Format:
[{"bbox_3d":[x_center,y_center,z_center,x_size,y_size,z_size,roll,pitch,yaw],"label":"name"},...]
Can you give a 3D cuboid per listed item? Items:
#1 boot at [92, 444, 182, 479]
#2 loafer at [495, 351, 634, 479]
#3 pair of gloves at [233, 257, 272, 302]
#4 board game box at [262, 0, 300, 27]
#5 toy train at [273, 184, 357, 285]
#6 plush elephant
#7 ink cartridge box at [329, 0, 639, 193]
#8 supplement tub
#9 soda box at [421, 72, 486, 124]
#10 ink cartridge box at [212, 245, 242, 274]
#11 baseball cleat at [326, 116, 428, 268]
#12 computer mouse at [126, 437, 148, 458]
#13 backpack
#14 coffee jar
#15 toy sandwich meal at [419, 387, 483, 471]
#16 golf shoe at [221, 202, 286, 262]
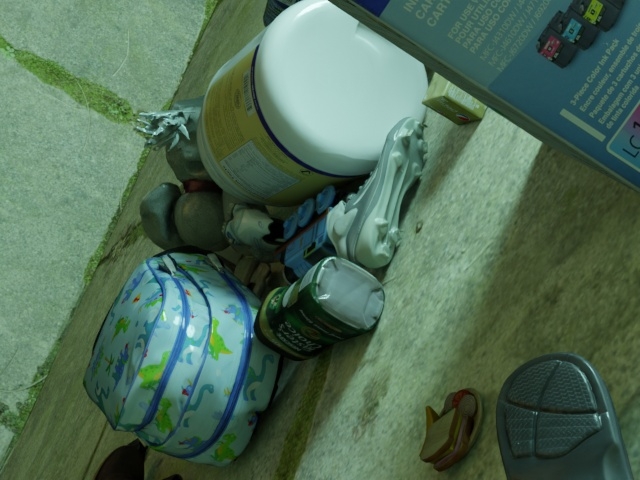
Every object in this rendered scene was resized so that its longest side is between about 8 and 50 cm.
[{"bbox_3d":[-0.268,0.390,1.742,0.207,0.090,0.248,-33,30,35],"label":"boot"},{"bbox_3d":[0.174,0.213,0.740,0.109,0.095,0.303,-18,42,22],"label":"loafer"},{"bbox_3d":[-0.143,0.119,1.816,0.204,0.042,0.240,-64,17,-5],"label":"pair of gloves"},{"bbox_3d":[-0.013,-0.349,1.980,0.060,0.194,0.194,-64,3,-11],"label":"board game box"},{"bbox_3d":[0.000,0.000,1.537,0.184,0.080,0.105,-36,37,54],"label":"toy train"},{"bbox_3d":[-0.153,-0.097,1.865,0.271,0.330,0.256,12,110,39],"label":"plush elephant"},{"bbox_3d":[0.122,-0.216,0.980,0.151,0.395,0.270,-59,18,8],"label":"ink cartridge box"},{"bbox_3d":[-0.026,-0.178,1.603,0.331,0.241,0.241,-21,43,65],"label":"supplement tub"},{"bbox_3d":[0.189,-0.231,1.378,0.181,0.058,0.061,-65,18,-12],"label":"soda box"},{"bbox_3d":[-0.205,0.027,2.050,0.218,0.092,0.158,-67,18,-12],"label":"ink cartridge box"},{"bbox_3d":[0.063,-0.062,1.420,0.109,0.072,0.206,-3,56,40],"label":"baseball cleat"},{"bbox_3d":[-0.302,0.337,1.940,0.242,0.041,0.071,-55,18,20],"label":"computer mouse"},{"bbox_3d":[-0.189,0.165,1.579,0.355,0.273,0.290,32,94,50],"label":"backpack"},{"bbox_3d":[-0.007,0.087,1.389,0.184,0.096,0.079,-34,30,58],"label":"coffee jar"},{"bbox_3d":[0.114,0.167,1.035,0.086,0.029,0.086,-52,20,28],"label":"toy sandwich meal"},{"bbox_3d":[-0.066,-0.001,1.663,0.086,0.176,0.069,10,84,30],"label":"golf shoe"}]
